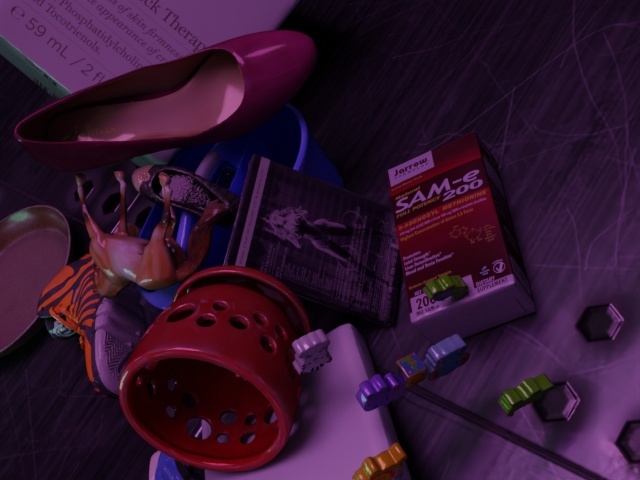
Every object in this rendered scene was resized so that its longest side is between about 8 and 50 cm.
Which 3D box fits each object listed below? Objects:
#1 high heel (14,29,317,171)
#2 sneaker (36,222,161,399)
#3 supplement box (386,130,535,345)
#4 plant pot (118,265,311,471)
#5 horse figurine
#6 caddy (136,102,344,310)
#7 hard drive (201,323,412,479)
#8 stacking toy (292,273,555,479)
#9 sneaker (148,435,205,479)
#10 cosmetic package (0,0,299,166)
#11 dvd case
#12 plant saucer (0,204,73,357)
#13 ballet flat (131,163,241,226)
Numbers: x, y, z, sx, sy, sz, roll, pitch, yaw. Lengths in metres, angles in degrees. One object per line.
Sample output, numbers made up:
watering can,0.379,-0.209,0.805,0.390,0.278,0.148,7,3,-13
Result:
high heel,-0.189,-0.176,1.128,0.377,0.181,0.127,-25,84,13
sneaker,-0.330,0.129,1.323,0.180,0.124,0.321,-32,35,19
supplement box,0.163,-0.005,1.078,0.130,0.073,0.239,-24,47,20
plant pot,-0.110,0.134,1.007,0.191,0.191,0.174,-18,32,25
horse figurine,-0.225,0.000,1.128,0.263,0.066,0.174,4,102,37
caddy,-0.120,-0.038,1.234,0.241,0.179,0.341,2,60,36
hard drive,-0.021,0.262,0.971,0.233,0.047,0.353,-34,29,10
stacking toy,0.097,0.138,0.914,0.221,0.052,0.167,-23,54,-16
sneaker,-0.169,0.312,1.097,0.085,0.058,0.152,-33,38,25
cosmetic package,-0.270,-0.364,1.405,0.393,0.329,0.327,-53,16,-7
dvd case,0.000,0.000,1.111,0.018,0.221,0.164,-45,29,55
plant saucer,-0.535,0.082,1.544,0.311,0.050,0.310,-19,49,24
ballet flat,-0.169,-0.064,1.133,0.173,0.049,0.057,19,82,23
